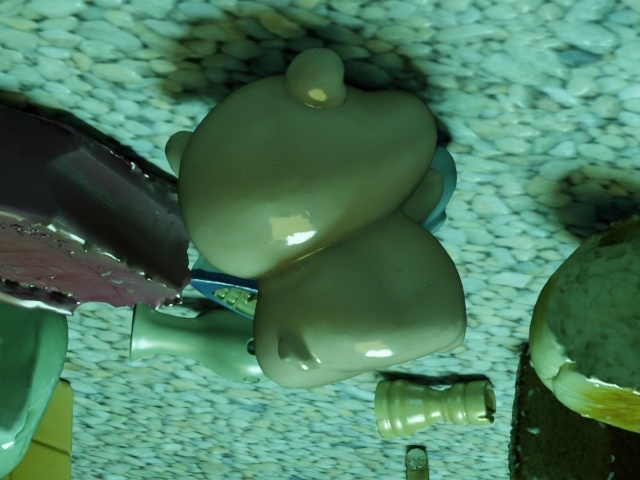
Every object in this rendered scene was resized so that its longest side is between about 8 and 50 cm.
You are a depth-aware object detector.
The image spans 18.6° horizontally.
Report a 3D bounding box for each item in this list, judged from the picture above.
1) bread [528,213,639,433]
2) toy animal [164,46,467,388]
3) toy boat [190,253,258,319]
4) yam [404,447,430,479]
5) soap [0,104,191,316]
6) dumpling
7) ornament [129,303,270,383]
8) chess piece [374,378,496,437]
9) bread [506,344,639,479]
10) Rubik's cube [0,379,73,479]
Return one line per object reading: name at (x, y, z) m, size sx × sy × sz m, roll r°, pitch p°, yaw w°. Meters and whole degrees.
bread at (0.324, 0.088, 1.644) m, size 0.314 × 0.171 × 0.192 m, roll 10°, pitch 161°, yaw -3°
toy animal at (0.000, 0.000, 1.467) m, size 0.229 × 0.221 × 0.210 m, roll 23°, pitch 150°, yaw -36°
toy boat at (-0.038, 0.057, 1.858) m, size 0.229 × 0.046 × 0.080 m, roll 26°, pitch 153°, yaw -37°
yam at (0.118, 0.285, 2.390) m, size 0.032 × 0.032 × 0.145 m, roll 6°, pitch 158°, yaw 6°
soap at (-0.256, -0.034, 1.628) m, size 0.182 × 0.112 × 0.289 m, roll -11°, pitch 150°, yaw 34°
dumpling at (-0.354, 0.140, 1.871) m, size 0.270 × 0.211 × 0.320 m, roll -30°, pitch 168°, yaw -18°
ornament at (-0.110, 0.098, 1.957) m, size 0.156 × 0.081 × 0.074 m, roll 9°, pitch 116°, yaw 0°
chess piece at (0.123, 0.176, 2.084) m, size 0.122 × 0.066 × 0.066 m, roll -6°, pitch 155°, yaw 17°
bread at (0.300, 0.254, 2.074) m, size 0.113 × 0.165 × 0.416 m, roll -3°, pitch 155°, yaw 22°
Rubik's cube at (-0.476, 0.289, 2.190) m, size 0.290 × 0.291 × 0.292 m, roll -26°, pitch 142°, yaw 35°
